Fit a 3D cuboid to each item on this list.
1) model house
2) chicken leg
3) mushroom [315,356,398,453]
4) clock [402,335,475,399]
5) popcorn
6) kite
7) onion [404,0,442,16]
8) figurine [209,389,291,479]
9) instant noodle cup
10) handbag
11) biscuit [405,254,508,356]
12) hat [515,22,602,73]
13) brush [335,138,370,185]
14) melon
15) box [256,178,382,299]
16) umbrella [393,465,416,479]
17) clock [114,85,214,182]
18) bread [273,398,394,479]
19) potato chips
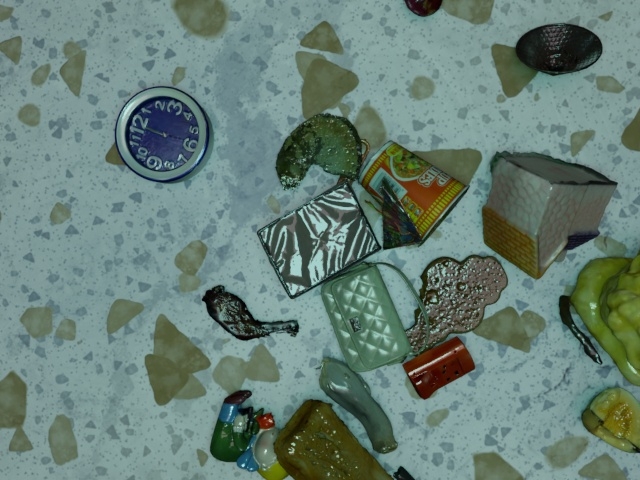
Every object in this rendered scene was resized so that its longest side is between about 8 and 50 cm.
[{"bbox_3d":[0.504,-0.062,1.317,0.236,0.202,0.238,-4,117,-32],"label":"model house"},{"bbox_3d":[-0.177,0.195,1.404,0.253,0.051,0.106,22,86,-1],"label":"chicken leg"},{"bbox_3d":[0.090,0.396,1.368,0.096,0.099,0.278,-41,91,20],"label":"mushroom"},{"bbox_3d":[0.286,0.307,1.352,0.155,0.061,0.113,-30,127,1],"label":"clock"},{"bbox_3d":[0.718,0.161,1.248,0.381,0.348,0.350,-5,90,41],"label":"popcorn"},{"bbox_3d":[0.164,-0.037,1.306,0.014,0.241,0.183,-36,58,-23],"label":"kite"},{"bbox_3d":[0.244,-0.592,1.367,0.107,0.097,0.107,-1,92,-27],"label":"onion"},{"bbox_3d":[-0.136,0.474,1.372,0.234,0.127,0.185,15,83,13],"label":"figurine"},{"bbox_3d":[0.206,-0.118,1.332,0.212,0.193,0.193,40,92,11],"label":"instant noodle cup"},{"bbox_3d":[0.134,0.175,1.349,0.219,0.079,0.256,-24,88,19],"label":"handbag"},{"bbox_3d":[0.306,0.154,1.383,0.183,0.047,0.320,36,92,6],"label":"biscuit"},{"bbox_3d":[0.562,-0.429,1.360,0.192,0.082,0.193,-6,53,8],"label":"hat"},{"bbox_3d":[0.044,-0.109,1.411,0.090,0.017,0.315,25,91,0],"label":"brush"},{"bbox_3d":[0.697,0.418,1.355,0.160,0.079,0.128,39,72,3],"label":"melon"},{"bbox_3d":[0.000,0.000,1.328,0.252,0.153,0.188,-27,90,1],"label":"box"},{"bbox_3d":[0.233,0.608,1.392,0.036,0.031,0.133,-44,89,3],"label":"umbrella"},{"bbox_3d":[-0.379,-0.256,1.398,0.230,0.083,0.231,0,91,5],"label":"clock"},{"bbox_3d":[0.056,0.551,1.336,0.185,0.109,0.381,-45,104,-33],"label":"bread"},{"bbox_3d":[-0.007,-0.209,1.386,0.219,0.029,0.202,-20,74,6],"label":"potato chips"}]
